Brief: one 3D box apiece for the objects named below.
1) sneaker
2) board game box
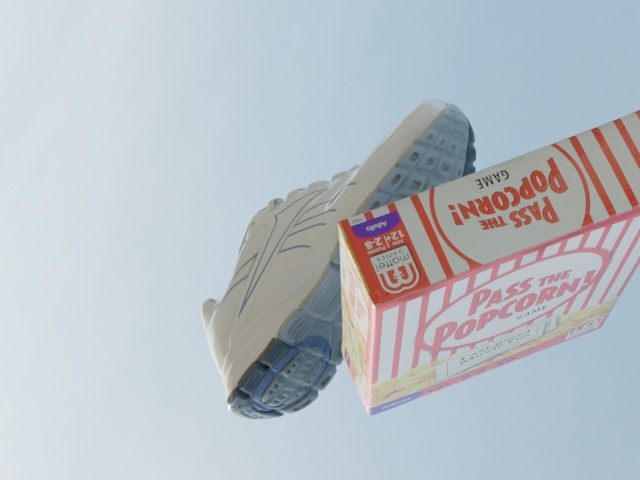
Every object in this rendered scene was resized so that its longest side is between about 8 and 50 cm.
[{"bbox_3d":[0.000,0.000,0.943,0.297,0.111,0.129,-49,-130,14],"label":"sneaker"},{"bbox_3d":[0.084,0.020,0.602,0.146,0.193,0.045,-21,-111,-6],"label":"board game box"}]
